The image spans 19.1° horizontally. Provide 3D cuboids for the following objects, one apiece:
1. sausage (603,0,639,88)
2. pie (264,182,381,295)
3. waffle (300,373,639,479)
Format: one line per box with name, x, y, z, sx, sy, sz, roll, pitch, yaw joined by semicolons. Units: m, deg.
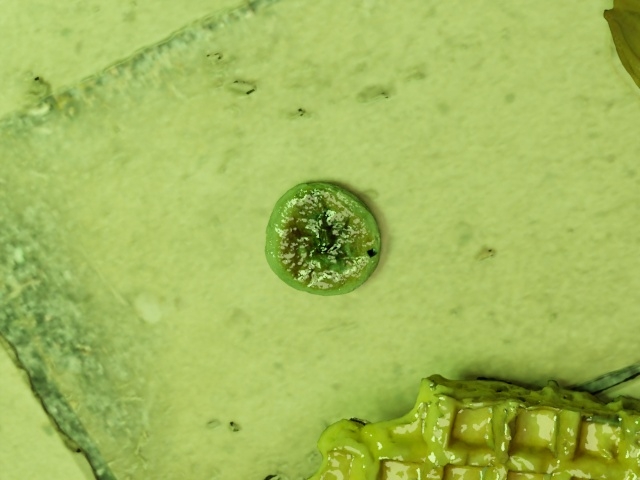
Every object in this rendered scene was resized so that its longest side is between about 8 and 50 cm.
sausage;0.344;-0.111;1.122;0.354;0.116;0.134;2;124;11
pie;0.002;0.000;1.272;0.084;0.021;0.084;4;114;8
waffle;0.133;0.215;1.271;0.312;0.060;0.307;41;89;-1
